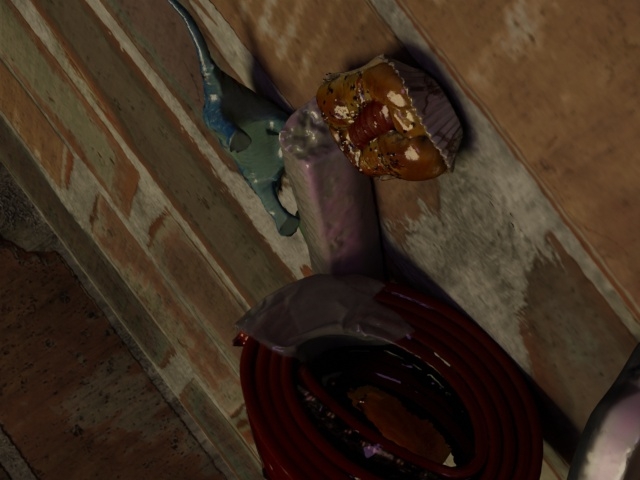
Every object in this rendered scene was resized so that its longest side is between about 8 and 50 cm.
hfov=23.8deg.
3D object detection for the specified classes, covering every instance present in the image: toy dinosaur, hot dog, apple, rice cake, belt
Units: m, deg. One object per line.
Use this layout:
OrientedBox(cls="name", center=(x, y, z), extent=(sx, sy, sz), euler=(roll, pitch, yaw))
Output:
OrientedBox(cls="toy dinosaur", center=(-0.060, -0.099, 1.462), extent=(0.144, 0.076, 0.329), euler=(51, 175, 35))
OrientedBox(cls="hot dog", center=(0.051, -0.092, 1.201), extent=(0.108, 0.059, 0.191), euler=(61, 165, -9))
OrientedBox(cls="apple", center=(0.067, 0.195, 1.587), extent=(0.146, 0.146, 0.146), euler=(48, 162, 20))
OrientedBox(cls="rice cake", center=(0.021, 0.002, 1.450), extent=(0.056, 0.073, 0.365), euler=(46, 160, 33))
OrientedBox(cls="belt", center=(0.058, 0.163, 1.390), extent=(0.324, 0.227, 0.115), euler=(41, 158, 22))

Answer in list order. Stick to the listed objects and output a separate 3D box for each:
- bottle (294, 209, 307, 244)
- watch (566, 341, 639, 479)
OrientedBox(cls="bottle", center=(0.000, 0.000, 1.565), extent=(0.030, 0.030, 0.083), euler=(36, 157, 47))
OrientedBox(cls="watch", center=(0.275, 0.175, 0.907), extent=(0.231, 0.196, 0.244), euler=(35, 153, 32))
